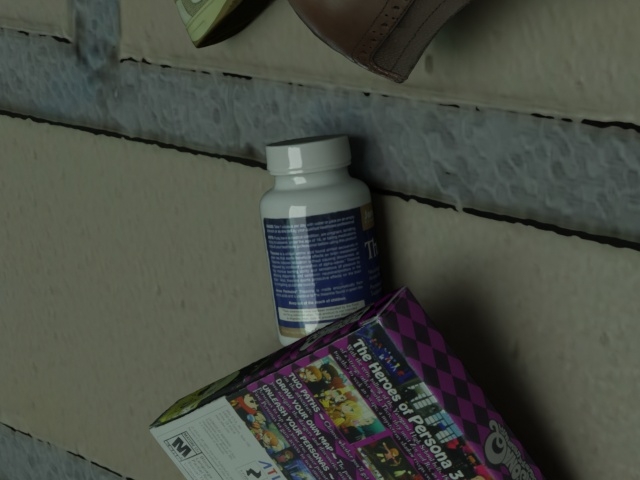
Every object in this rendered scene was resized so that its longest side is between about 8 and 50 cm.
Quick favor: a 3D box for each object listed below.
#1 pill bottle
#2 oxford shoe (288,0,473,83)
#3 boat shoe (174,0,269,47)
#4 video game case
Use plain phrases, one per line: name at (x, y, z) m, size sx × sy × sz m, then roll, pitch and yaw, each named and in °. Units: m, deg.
pill bottle at (0.000, 0.000, 0.729) m, size 0.067 × 0.067 × 0.120 m, roll 0°, pitch 102°, yaw 40°
oxford shoe at (0.122, -0.210, 0.561) m, size 0.133 × 0.130 × 0.364 m, roll 43°, pitch 125°, yaw -18°
boat shoe at (-0.038, -0.171, 0.725) m, size 0.153 × 0.056 × 0.048 m, roll -37°, pitch 82°, yaw 47°
video game case at (0.036, 0.160, 0.715) m, size 0.210 × 0.042 × 0.232 m, roll -31°, pitch 99°, yaw 41°
